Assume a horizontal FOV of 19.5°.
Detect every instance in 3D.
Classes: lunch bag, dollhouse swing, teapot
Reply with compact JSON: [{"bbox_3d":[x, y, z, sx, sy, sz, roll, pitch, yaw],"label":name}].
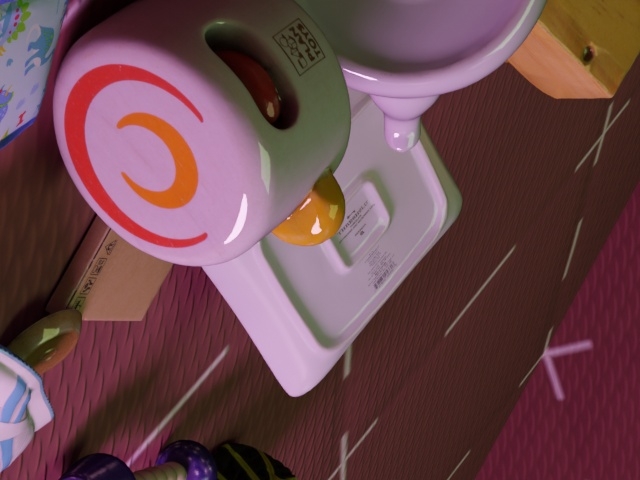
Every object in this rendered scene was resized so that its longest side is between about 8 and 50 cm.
[{"bbox_3d":[-0.224,-0.109,1.095,0.151,0.096,0.129,-51,164,-54],"label":"lunch bag"},{"bbox_3d":[0.207,-0.350,1.776,0.315,0.305,0.347,36,80,-42],"label":"dollhouse swing"},{"bbox_3d":[0.068,-0.239,1.495,0.256,0.252,0.187,-45,-175,7],"label":"teapot"}]

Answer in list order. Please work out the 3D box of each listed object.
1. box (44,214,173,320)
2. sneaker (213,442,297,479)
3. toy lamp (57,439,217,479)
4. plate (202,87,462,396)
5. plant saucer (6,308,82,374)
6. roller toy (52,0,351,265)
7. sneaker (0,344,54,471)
[{"bbox_3d":[-0.145,-0.021,1.585,0.201,0.021,0.164,-61,163,7],"label":"box"},{"bbox_3d":[-0.118,0.374,2.025,0.147,0.145,0.385,-62,177,25],"label":"sneaker"},{"bbox_3d":[-0.185,0.241,1.833,0.080,0.080,0.274,-60,164,6],"label":"toy lamp"},{"bbox_3d":[0.021,-0.021,1.736,0.277,0.045,0.278,-49,138,-19],"label":"plate"},{"bbox_3d":[-0.226,0.089,1.519,0.083,0.015,0.083,-35,162,-13],"label":"plant saucer"},{"bbox_3d":[-0.080,-0.092,1.346,0.146,0.209,0.191,-41,142,-45],"label":"roller toy"},{"bbox_3d":[-0.265,0.121,1.393,0.092,0.087,0.229,-50,159,-17],"label":"sneaker"}]
